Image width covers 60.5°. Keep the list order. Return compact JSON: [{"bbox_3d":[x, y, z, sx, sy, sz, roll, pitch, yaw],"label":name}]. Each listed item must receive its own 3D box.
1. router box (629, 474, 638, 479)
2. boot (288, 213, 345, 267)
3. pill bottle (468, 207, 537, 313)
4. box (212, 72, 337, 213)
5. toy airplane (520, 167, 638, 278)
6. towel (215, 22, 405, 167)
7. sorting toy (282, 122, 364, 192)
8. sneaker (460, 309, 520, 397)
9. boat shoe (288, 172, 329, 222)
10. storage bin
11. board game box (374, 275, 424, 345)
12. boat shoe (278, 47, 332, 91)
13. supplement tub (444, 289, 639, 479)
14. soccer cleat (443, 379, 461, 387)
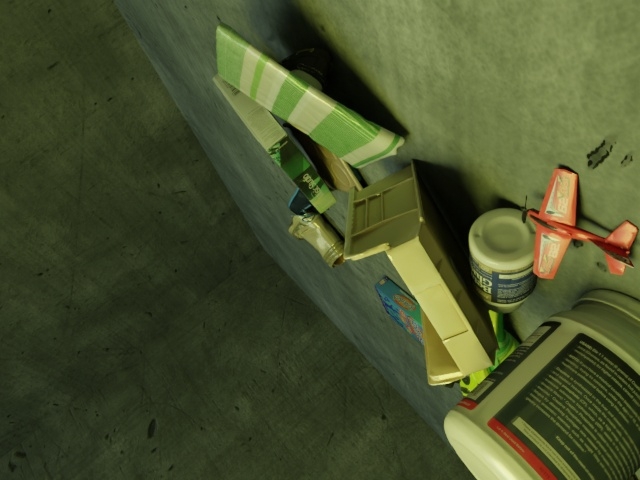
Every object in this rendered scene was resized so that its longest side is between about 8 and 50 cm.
[{"bbox_3d":[0.524,0.413,1.095,0.133,0.046,0.179,55,168,-22],"label":"router box"},{"bbox_3d":[0.000,0.000,1.734,0.203,0.095,0.262,48,165,7],"label":"boot"},{"bbox_3d":[0.261,0.038,0.784,0.094,0.094,0.169,43,167,34],"label":"pill bottle"},{"bbox_3d":[-0.089,-0.209,1.191,0.232,0.058,0.322,54,-175,27],"label":"box"},{"bbox_3d":[0.294,-0.011,0.629,0.151,0.028,0.151,41,143,41],"label":"toy airplane"},{"bbox_3d":[-0.028,-0.230,0.926,0.325,0.038,0.248,32,176,-10],"label":"towel"},{"bbox_3d":[0.017,-0.185,1.210,0.208,0.038,0.193,50,170,-22],"label":"sorting toy"},{"bbox_3d":[0.322,0.204,1.053,0.109,0.124,0.295,20,130,48],"label":"sneaker"},{"bbox_3d":[-0.029,-0.099,1.484,0.089,0.109,0.258,47,171,3],"label":"boat shoe"},{"bbox_3d":[0.158,0.047,0.869,0.262,0.123,0.260,56,-159,-22],"label":"storage bin"},{"bbox_3d":[0.250,0.210,1.526,0.210,0.047,0.160,39,164,43],"label":"board game box"},{"bbox_3d":[-0.039,-0.294,0.984,0.081,0.068,0.228,30,178,-24],"label":"boat shoe"},{"bbox_3d":[0.310,0.211,0.687,0.191,0.272,0.191,48,169,12],"label":"supplement tub"},{"bbox_3d":[0.356,0.277,1.220,0.116,0.143,0.331,-9,148,39],"label":"soccer cleat"}]
